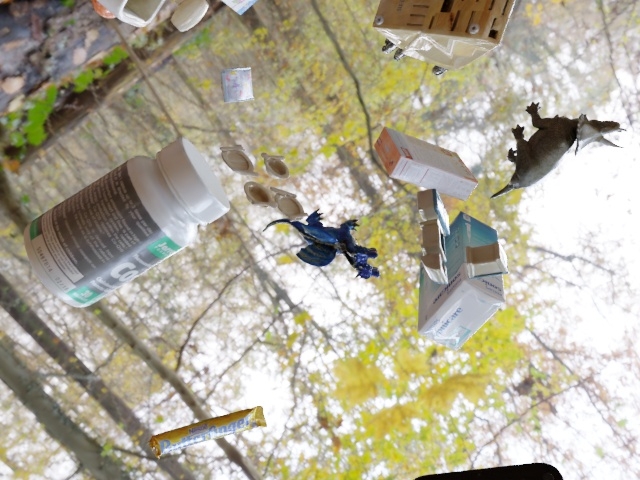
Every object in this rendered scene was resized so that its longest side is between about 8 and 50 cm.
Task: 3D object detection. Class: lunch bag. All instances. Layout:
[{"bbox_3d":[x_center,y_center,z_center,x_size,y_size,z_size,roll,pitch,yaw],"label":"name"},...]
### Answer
[{"bbox_3d":[-0.182,-0.327,1.344,0.053,0.071,0.083,2,-163,23],"label":"lunch bag"}]

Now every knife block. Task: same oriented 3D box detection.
[{"bbox_3d":[0.206,-0.316,0.982,0.275,0.242,0.088,22,-84,40],"label":"knife block"}]

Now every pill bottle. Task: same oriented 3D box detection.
[{"bbox_3d":[-0.377,-0.040,1.273,0.360,0.204,0.204,-31,-158,5],"label":"pill bottle"}]

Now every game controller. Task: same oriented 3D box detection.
[{"bbox_3d":[0.319,0.528,1.242,0.318,0.067,0.167,-15,-142,20],"label":"game controller"}]

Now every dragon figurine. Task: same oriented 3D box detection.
[{"bbox_3d":[0.000,0.000,1.372,0.288,0.085,0.144,16,-155,9],"label":"dragon figurine"}]

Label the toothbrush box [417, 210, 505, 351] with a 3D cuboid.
[{"bbox_3d":[0.362,0.103,1.679,0.216,0.126,0.296,-57,-169,36],"label":"toothbrush box"}]

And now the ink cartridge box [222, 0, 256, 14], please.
[{"bbox_3d":[-0.129,-0.424,1.036,0.088,0.052,0.122,-38,180,12],"label":"ink cartridge box"}]

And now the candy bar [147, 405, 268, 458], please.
[{"bbox_3d":[-0.152,0.260,0.871,0.161,0.040,0.018,-15,-151,-5],"label":"candy bar"}]

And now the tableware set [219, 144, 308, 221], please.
[{"bbox_3d":[-0.094,-0.101,1.096,0.020,0.141,0.169,-45,-122,31],"label":"tableware set"}]

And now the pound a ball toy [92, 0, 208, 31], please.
[{"bbox_3d":[-0.386,-0.489,1.160,0.136,0.319,0.208,-50,178,13],"label":"pound a ball toy"}]

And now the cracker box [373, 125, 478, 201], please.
[{"bbox_3d":[0.262,-0.192,1.609,0.067,0.232,0.156,-61,-154,29],"label":"cracker box"}]

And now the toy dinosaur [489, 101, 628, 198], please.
[{"bbox_3d":[0.470,-0.191,1.372,0.313,0.121,0.160,-40,-147,26],"label":"toy dinosaur"}]

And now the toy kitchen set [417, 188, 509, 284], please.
[{"bbox_3d":[0.305,-0.005,1.365,0.165,0.122,0.207,-11,-125,19],"label":"toy kitchen set"}]
